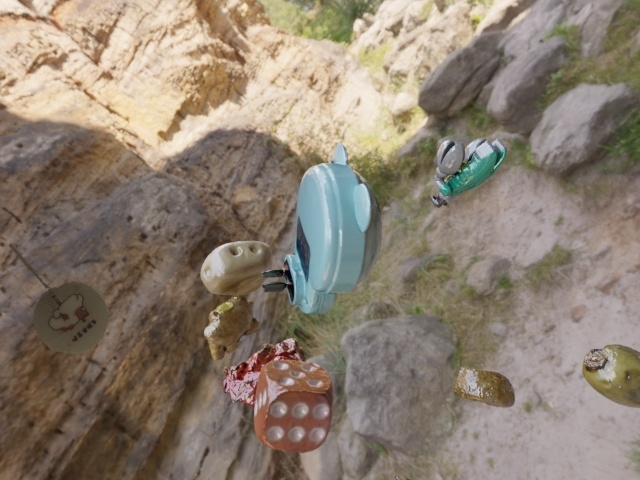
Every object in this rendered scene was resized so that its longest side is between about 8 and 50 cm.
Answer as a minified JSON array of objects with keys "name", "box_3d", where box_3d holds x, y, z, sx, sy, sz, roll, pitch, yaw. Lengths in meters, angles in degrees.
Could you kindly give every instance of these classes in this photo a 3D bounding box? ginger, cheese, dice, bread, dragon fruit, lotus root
[{"name":"ginger","box_3d":[-0.264,0.250,1.381,0.102,0.157,0.216,0,32,38]},{"name":"cheese","box_3d":[-0.256,0.096,1.445,0.235,0.117,0.218,-23,-27,-2]},{"name":"dice","box_3d":[-0.069,0.416,1.152,0.179,0.175,0.173,-136,56,-70]},{"name":"bread","box_3d":[0.608,0.548,1.707,0.230,0.230,0.122,139,144,-72]},{"name":"dragon fruit","box_3d":[-0.195,0.514,1.746,0.286,0.329,0.227,-148,70,-72]},{"name":"lotus root","box_3d":[0.832,0.373,1.216,0.154,0.278,0.154,-58,16,26]}]

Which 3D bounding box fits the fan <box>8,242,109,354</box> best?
[{"name":"fan","box_3d":[-0.669,0.141,1.149,0.009,0.329,0.190,-19,23,34]}]

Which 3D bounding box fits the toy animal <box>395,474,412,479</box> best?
[{"name":"toy animal","box_3d":[0.225,0.780,1.179,0.243,0.087,0.260,-49,39,-11]}]

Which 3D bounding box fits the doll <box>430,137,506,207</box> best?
[{"name":"doll","box_3d":[0.404,-0.209,1.320,0.258,0.153,0.195,-40,-17,22]}]

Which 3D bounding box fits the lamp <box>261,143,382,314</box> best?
[{"name":"lamp","box_3d":[0.011,0.002,0.751,0.284,0.147,0.209,-58,29,29]}]
